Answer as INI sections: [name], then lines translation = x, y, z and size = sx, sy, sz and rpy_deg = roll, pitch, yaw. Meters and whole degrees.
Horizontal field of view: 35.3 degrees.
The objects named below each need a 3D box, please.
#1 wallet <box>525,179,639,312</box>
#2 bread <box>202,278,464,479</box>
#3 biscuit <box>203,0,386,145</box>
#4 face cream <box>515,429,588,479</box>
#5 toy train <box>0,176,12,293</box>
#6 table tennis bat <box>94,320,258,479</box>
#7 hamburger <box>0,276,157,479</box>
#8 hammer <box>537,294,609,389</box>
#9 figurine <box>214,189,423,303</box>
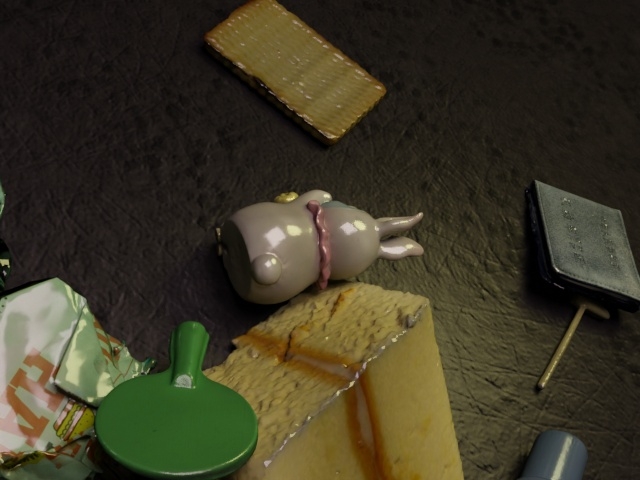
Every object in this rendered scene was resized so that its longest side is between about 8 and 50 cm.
[wallet]
translation = 0.394, 0.006, 1.497
size = 0.167, 0.036, 0.222
rpy_deg = 18, 41, -12
[bread]
translation = 0.008, 0.285, 1.147
size = 0.345, 0.242, 0.405
rpy_deg = -21, 101, -39
[biscuit]
translation = -0.039, -0.258, 1.507
size = 0.254, 0.029, 0.172
rpy_deg = 40, 50, 5
[face cream]
translation = 0.225, 0.369, 1.133
size = 0.135, 0.086, 0.385
rpy_deg = 13, 40, 22
[toy train]
translation = -0.466, -0.033, 1.064
size = 0.238, 0.167, 0.299
rpy_deg = -23, 68, -29
[table tennis bat]
translation = -0.142, 0.161, 1.029
size = 0.160, 0.039, 0.257
rpy_deg = 8, 27, -7
[hamburger]
translation = -0.284, 0.155, 1.042
size = 0.235, 0.125, 0.214
rpy_deg = -22, 79, -46
[hammer]
translation = 0.350, 0.148, 1.408
size = 0.060, 0.028, 0.195
rpy_deg = 40, 53, 0
[figurine]
translation = 0.000, 0.000, 1.266
size = 0.235, 0.155, 0.127
rpy_deg = -11, 97, -24
